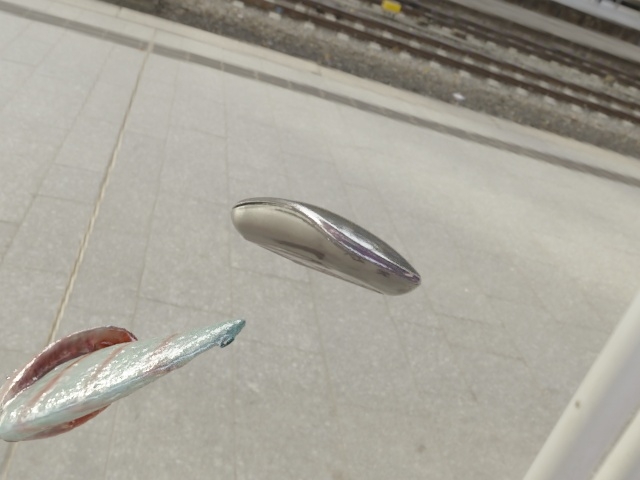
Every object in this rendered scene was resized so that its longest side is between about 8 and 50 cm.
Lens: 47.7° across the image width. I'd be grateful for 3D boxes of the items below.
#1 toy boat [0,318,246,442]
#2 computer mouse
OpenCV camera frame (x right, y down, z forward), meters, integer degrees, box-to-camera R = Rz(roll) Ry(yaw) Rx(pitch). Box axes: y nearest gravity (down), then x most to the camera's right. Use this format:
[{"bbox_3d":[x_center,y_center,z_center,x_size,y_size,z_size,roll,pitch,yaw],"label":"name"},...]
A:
[{"bbox_3d":[-0.207,0.137,0.745,0.282,0.096,0.206,-16,8,28],"label":"toy boat"},{"bbox_3d":[0.001,-0.001,0.696,0.120,0.057,0.232,27,-6,-34],"label":"computer mouse"}]
